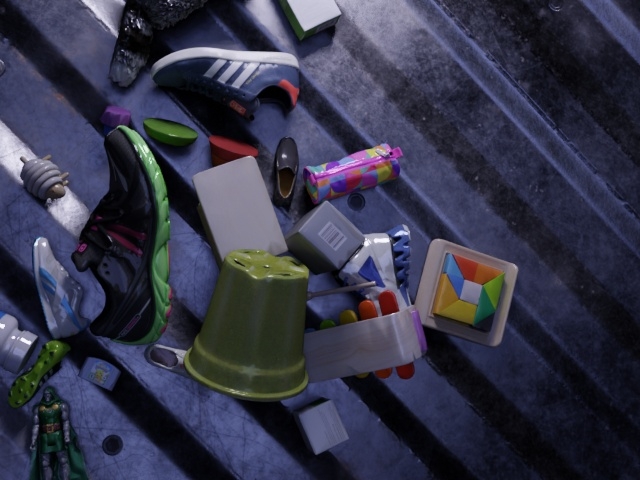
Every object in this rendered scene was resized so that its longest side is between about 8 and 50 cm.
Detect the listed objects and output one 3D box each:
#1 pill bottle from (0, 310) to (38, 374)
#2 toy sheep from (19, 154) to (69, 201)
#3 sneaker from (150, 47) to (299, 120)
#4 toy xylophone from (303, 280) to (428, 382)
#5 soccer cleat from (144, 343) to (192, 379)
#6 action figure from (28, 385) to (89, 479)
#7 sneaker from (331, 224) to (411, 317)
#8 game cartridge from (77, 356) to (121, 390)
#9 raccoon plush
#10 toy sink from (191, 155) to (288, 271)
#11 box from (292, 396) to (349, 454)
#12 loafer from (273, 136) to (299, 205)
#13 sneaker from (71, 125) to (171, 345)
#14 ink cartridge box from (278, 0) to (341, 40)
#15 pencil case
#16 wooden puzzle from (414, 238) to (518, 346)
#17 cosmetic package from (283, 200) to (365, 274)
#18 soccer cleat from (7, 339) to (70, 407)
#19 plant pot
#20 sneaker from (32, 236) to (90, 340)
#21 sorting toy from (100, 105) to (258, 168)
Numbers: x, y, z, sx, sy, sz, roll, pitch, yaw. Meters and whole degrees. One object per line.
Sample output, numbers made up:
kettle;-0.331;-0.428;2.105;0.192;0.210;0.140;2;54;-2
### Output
pill bottle;-0.721;0.197;1.587;0.221;0.124;0.124;27;79;-9
toy sheep;-0.618;-0.141;1.670;0.132;0.091;0.091;41;77;9
sneaker;-0.215;-0.356;1.755;0.350;0.131;0.148;-4;80;-13
toy xylophone;0.073;0.209;1.695;0.323;0.081;0.236;-6;95;18
soccer cleat;-0.300;0.278;1.692;0.196;0.076;0.068;15;81;-10
action figure;-0.579;0.432;1.626;0.137;0.063;0.232;-8;82;-10
sneaker;0.119;0.121;1.789;0.182;0.127;0.315;0;83;-4
game cartridge;-0.492;0.295;1.681;0.083;0.017;0.056;26;75;-8
raccoon plush;-0.299;-0.552;1.776;0.299;0.216;0.446;15;110;-24
toy sink;-0.193;-0.056;1.727;0.153;0.131;0.234;-21;93;-14
box;-0.002;0.424;1.728;0.087;0.101;0.102;-24;87;-13
loafer;-0.078;-0.169;1.799;0.062;0.061;0.170;2;82;-11
sneaker;-0.432;-0.011;1.620;0.202;0.185;0.483;-2;89;-21
ink cartridge box;-0.048;-0.615;1.856;0.109;0.062;0.209;-29;90;-14
pencil case;0.077;-0.165;1.814;0.236;0.104;0.104;-20;88;-13
wooden puzzle;0.364;0.131;1.870;0.239;0.044;0.221;17;81;-10
cosmetic package;0.000;0.000;1.709;0.127;0.238;0.107;43;80;-8
soccer cleat;-0.608;0.292;1.634;0.060;0.072;0.179;41;97;19
plant pot;-0.134;0.163;1.600;0.276;0.276;0.254;10;104;-11
sneaker;-0.576;0.099;1.655;0.092;0.087;0.228;-16;94;-20
sorting toy;-0.335;-0.201;1.745;0.365;0.127;0.126;15;110;-7
